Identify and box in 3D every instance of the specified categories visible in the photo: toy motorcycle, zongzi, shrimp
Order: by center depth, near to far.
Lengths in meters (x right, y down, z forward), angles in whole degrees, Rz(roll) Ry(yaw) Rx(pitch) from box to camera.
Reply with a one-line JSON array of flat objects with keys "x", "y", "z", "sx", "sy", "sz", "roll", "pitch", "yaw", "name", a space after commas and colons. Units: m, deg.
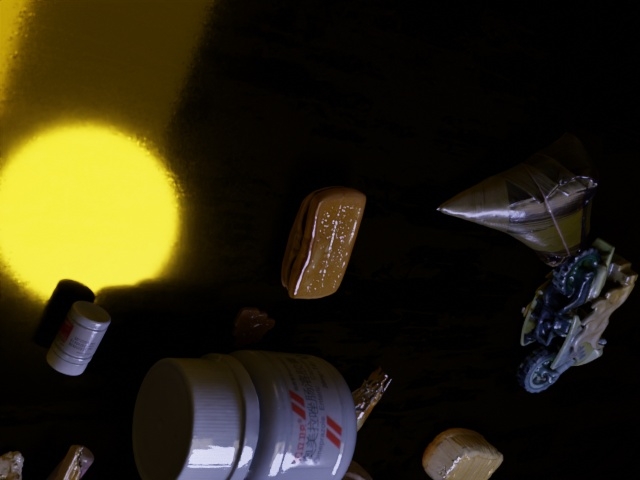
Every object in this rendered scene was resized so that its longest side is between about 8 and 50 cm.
[{"x": 0.378, "y": -0.033, "z": 1.563, "sx": 0.317, "sy": 0.154, "sz": 0.289, "roll": -18, "pitch": 138, "yaw": -3, "name": "zongzi"}, {"x": 0.039, "y": 0.345, "z": 1.597, "sx": 0.248, "sy": 0.068, "sz": 0.150, "roll": -45, "pitch": 136, "yaw": 5, "name": "shrimp"}, {"x": 0.587, "y": 0.175, "z": 1.850, "sx": 0.237, "sy": 0.169, "sz": 0.410, "roll": -15, "pitch": 129, "yaw": -33, "name": "toy motorcycle"}]

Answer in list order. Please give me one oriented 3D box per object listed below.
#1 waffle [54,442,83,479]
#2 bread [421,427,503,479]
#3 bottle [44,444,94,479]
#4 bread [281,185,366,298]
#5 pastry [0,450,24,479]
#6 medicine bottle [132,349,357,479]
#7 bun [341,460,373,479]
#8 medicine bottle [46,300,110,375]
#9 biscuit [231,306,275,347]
[{"x": -0.384, "y": 0.387, "z": 1.231, "sx": 0.153, "sy": 0.023, "sz": 0.097, "roll": -66, "pitch": 157, "yaw": -7, "name": "waffle"}, {"x": 0.347, "y": 0.538, "z": 1.967, "sx": 0.236, "sy": 0.106, "sz": 0.140, "roll": 24, "pitch": 102, "yaw": -48, "name": "bread"}, {"x": -0.400, "y": 0.371, "z": 1.256, "sx": 0.096, "sy": 0.045, "sz": 0.045, "roll": -51, "pitch": 139, "yaw": 1, "name": "bottle"}, {"x": 0.000, "y": 0.000, "z": 1.289, "sx": 0.116, "sy": 0.077, "sz": 0.200, "roll": -3, "pitch": 120, "yaw": -37, "name": "bread"}, {"x": -0.482, "y": 0.435, "z": 1.210, "sx": 0.121, "sy": 0.089, "sz": 0.258, "roll": -25, "pitch": 138, "yaw": -41, "name": "pastry"}, {"x": -0.122, "y": 0.299, "z": 1.287, "sx": 0.306, "sy": 0.245, "sz": 0.245, "roll": 10, "pitch": 113, "yaw": -37, "name": "medicine bottle"}, {"x": -0.011, "y": 0.530, "z": 1.522, "sx": 0.281, "sy": 0.281, "sz": 0.205, "roll": -46, "pitch": 130, "yaw": -3, "name": "bun"}, {"x": -0.340, "y": 0.137, "z": 1.118, "sx": 0.058, "sy": 0.058, "sz": 0.091, "roll": 17, "pitch": 108, "yaw": -46, "name": "medicine bottle"}, {"x": -0.120, "y": 0.142, "z": 1.341, "sx": 0.082, "sy": 0.016, "sz": 0.092, "roll": -33, "pitch": 136, "yaw": -9, "name": "biscuit"}]
